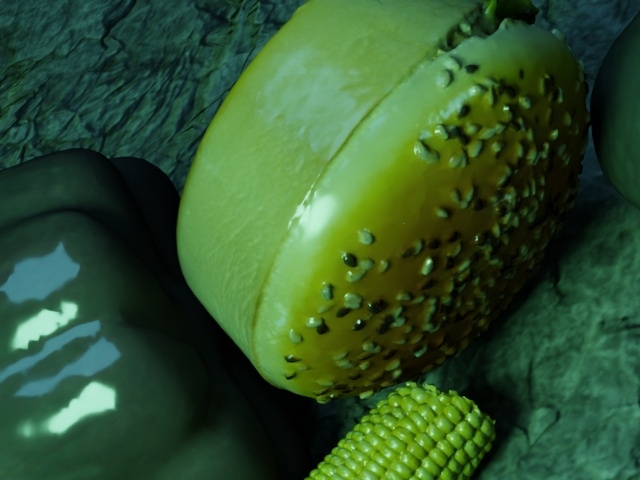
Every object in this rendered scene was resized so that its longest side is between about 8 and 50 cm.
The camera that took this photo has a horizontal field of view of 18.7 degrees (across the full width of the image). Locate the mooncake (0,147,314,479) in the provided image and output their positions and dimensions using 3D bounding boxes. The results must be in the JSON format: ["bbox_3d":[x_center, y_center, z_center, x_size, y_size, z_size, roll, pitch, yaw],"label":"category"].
[{"bbox_3d":[-0.132,0.081,1.284,0.154,0.306,0.306,-33,33,14],"label":"mooncake"}]

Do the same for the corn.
[{"bbox_3d":[0.006,0.188,1.190,0.248,0.081,0.081,-49,33,-14],"label":"corn"}]

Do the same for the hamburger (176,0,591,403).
[{"bbox_3d":[0.051,-0.033,1.219,0.176,0.300,0.300,35,75,21],"label":"hamburger"}]

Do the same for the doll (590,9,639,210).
[{"bbox_3d":[0.353,-0.105,1.122,0.382,0.252,0.379,-97,31,-56],"label":"doll"}]
